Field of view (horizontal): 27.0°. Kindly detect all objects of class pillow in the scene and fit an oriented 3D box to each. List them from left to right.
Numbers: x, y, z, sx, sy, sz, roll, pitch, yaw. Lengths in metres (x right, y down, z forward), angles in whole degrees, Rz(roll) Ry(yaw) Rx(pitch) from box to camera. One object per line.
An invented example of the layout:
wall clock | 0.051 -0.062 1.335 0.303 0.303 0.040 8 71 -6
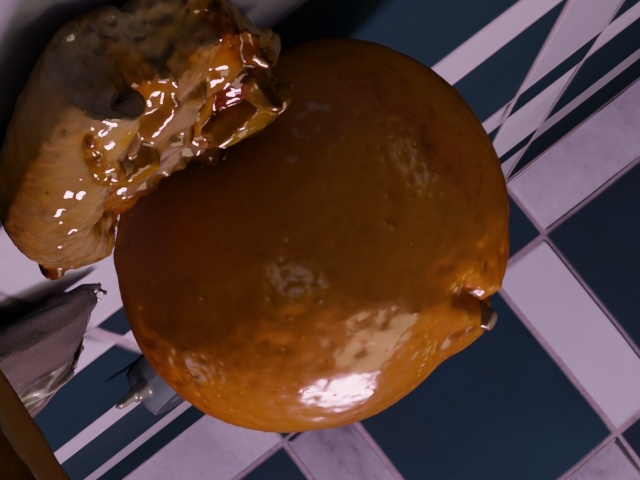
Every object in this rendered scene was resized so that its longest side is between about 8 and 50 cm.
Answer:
pillow | -0.232 0.125 0.852 0.169 0.059 0.255 -34 172 -49

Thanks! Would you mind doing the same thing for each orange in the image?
orange | -0.003 0.000 0.703 0.219 0.193 0.219 -33 155 -18

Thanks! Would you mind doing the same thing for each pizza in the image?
pizza | -0.068 -0.047 0.559 0.161 0.062 0.182 -40 174 -34

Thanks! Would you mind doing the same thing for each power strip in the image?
power strip | -0.121 0.116 1.377 0.167 0.054 0.253 -43 172 30

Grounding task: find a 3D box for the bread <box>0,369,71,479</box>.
bread | -0.137 0.082 0.315 0.111 0.246 0.239 -35 170 1
